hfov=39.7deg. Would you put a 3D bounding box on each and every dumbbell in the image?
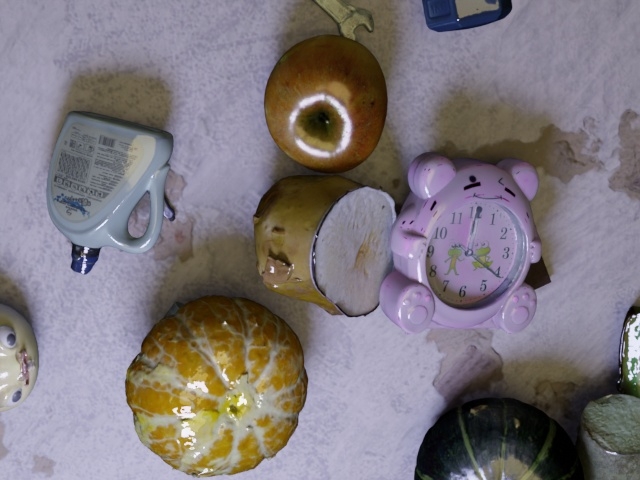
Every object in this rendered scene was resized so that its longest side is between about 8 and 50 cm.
[{"bbox_3d":[0.231,-0.527,1.520,0.144,0.160,0.324,-8,104,27],"label":"dumbbell"}]

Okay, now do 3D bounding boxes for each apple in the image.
[{"bbox_3d":[0.015,-0.241,1.543,0.237,0.207,0.237,3,116,6],"label":"apple"}]

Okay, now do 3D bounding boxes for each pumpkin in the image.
[{"bbox_3d":[0.338,0.456,1.686,0.323,0.241,0.323,1,98,3],"label":"pumpkin"}]

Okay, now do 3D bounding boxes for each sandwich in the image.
[{"bbox_3d":[0.735,0.236,1.725,0.301,0.162,0.250,-5,101,35],"label":"sandwich"}]

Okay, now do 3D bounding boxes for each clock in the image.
[{"bbox_3d":[0.262,0.008,1.606,0.296,0.113,0.322,2,103,-20],"label":"clock"}]

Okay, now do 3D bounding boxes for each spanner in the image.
[{"bbox_3d":[-0.026,-0.462,1.569,0.302,0.017,0.071,40,95,-13],"label":"spanner"}]

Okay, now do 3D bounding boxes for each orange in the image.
[{"bbox_3d":[-0.182,0.254,1.575,0.329,0.249,0.329,-5,100,-32],"label":"orange"}]

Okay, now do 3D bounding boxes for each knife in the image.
[{"bbox_3d":[-0.303,-0.084,1.618,0.031,0.018,0.121,-33,104,-1],"label":"knife"}]

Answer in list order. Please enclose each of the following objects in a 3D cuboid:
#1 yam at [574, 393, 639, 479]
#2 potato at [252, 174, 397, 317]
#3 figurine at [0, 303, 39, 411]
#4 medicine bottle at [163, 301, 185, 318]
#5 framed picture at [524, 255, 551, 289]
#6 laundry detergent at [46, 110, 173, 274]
[{"bbox_3d":[0.574,0.443,1.726,0.161,0.161,0.268,-7,121,-5],"label":"yam"},{"bbox_3d":[0.000,0.000,1.587,0.300,0.196,0.246,41,71,-53],"label":"potato"},{"bbox_3d":[-0.630,0.239,1.460,0.275,0.394,0.226,-7,103,-1],"label":"figurine"},{"bbox_3d":[-0.277,0.161,1.659,0.047,0.047,0.083,35,96,-12],"label":"medicine bottle"},{"bbox_3d":[0.359,0.031,1.717,0.128,0.023,0.168,-24,104,0],"label":"framed picture"},{"bbox_3d":[-0.375,-0.073,1.556,0.215,0.105,0.280,14,99,7],"label":"laundry detergent"}]
